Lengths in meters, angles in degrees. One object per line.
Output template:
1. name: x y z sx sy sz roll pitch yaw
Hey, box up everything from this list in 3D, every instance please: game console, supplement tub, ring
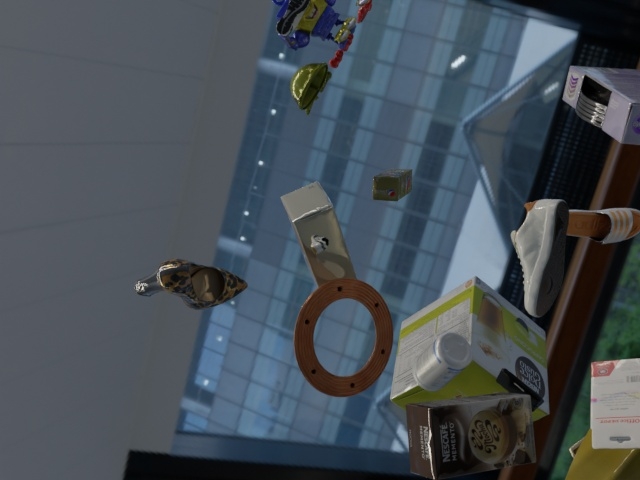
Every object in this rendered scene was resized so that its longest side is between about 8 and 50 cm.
1. game console: 0.524 0.374 1.904 0.071 0.122 0.107 -38 -27 -26
2. supplement tub: 0.215 0.215 1.304 0.071 0.071 0.107 -56 -1 -40
3. ring: 0.066 0.273 2.080 0.337 0.032 0.336 0 -91 -33

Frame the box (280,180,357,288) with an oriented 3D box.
1. box: 0.000 0.000 2.137 0.148 0.121 0.311 -119 7 -51

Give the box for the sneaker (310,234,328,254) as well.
1. sneaker: 0.001 0.006 1.551 0.083 0.037 0.031 -95 -20 -71

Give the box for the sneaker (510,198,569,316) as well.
1. sneaker: 0.524 0.042 1.804 0.106 0.123 0.289 21 -102 -44

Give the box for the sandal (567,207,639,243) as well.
1. sandal: 0.800 -0.034 2.103 0.076 0.266 0.101 -95 5 -68

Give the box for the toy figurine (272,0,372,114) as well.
1. toy figurine: -0.037 -0.517 1.807 0.362 0.217 0.191 -59 1 0

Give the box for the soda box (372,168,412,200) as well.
1. soda box: 0.175 -0.135 1.768 0.181 0.061 0.058 -32 -56 -70

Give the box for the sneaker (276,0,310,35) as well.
1. sneaker: -0.059 -0.505 1.646 0.109 0.040 0.044 -51 -6 8

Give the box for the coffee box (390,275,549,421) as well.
1. coffee box: 0.464 0.388 2.285 0.338 0.338 0.334 -39 24 38

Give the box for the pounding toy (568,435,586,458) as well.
1. pounding toy: 0.784 0.650 2.041 0.094 0.206 0.181 6 -45 -33

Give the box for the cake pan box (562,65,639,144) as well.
1. cake pan box: 0.541 -0.210 1.151 0.245 0.267 0.070 -102 16 -65

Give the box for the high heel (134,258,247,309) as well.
1. high heel: -0.228 0.084 1.520 0.261 0.186 0.093 2 -106 -38

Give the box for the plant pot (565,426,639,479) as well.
1. plant pot: 0.729 0.605 1.803 0.187 0.212 0.212 -43 7 -9

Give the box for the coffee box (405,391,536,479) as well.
1. coffee box: 0.365 0.468 1.788 0.119 0.297 0.168 164 103 -64

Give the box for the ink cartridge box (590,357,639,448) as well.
1. ink cartridge box: 0.613 0.342 1.488 0.067 0.115 0.198 51 -138 -36
